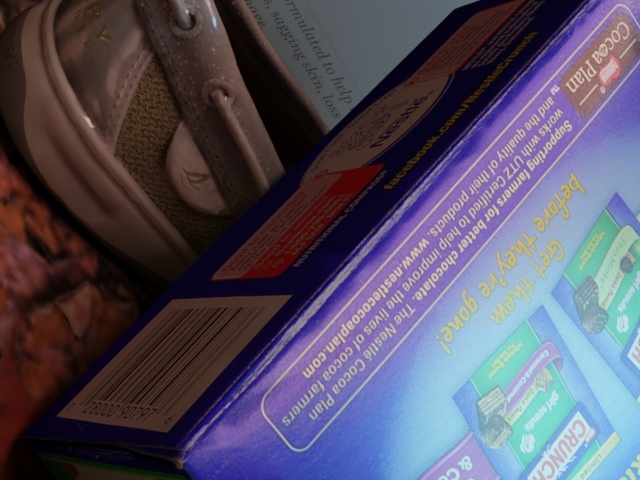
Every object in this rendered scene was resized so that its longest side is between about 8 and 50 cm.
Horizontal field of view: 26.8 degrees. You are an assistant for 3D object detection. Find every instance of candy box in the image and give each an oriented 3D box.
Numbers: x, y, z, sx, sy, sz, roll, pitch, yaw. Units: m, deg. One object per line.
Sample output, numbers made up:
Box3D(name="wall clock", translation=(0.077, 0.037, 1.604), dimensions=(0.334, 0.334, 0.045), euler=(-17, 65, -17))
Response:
Box3D(name="candy box", translation=(0.094, 0.099, 0.524), dimensions=(0.268, 0.122, 0.317), euler=(-46, 111, -27))

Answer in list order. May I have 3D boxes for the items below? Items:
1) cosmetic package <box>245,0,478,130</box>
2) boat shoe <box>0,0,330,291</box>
Box3D(name="cosmetic package", translation=(0.079, -0.188, 0.879), dimensions=(0.217, 0.156, 0.385), euler=(59, 26, -10))
Box3D(name="boat shoe", translation=(-0.001, -0.003, 0.601), dimensions=(0.320, 0.103, 0.118), euler=(46, 30, -34))
